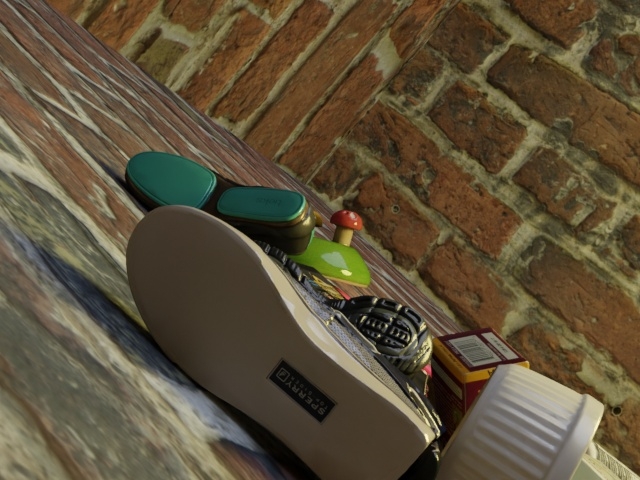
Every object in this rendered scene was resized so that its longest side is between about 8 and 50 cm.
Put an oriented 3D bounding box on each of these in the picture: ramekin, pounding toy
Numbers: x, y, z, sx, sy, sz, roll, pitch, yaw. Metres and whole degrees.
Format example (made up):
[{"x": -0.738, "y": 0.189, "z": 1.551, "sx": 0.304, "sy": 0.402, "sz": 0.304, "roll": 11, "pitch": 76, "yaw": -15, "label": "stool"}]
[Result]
[{"x": 0.177, "y": 0.219, "z": 1.220, "sx": 0.109, "sy": 0.207, "sz": 0.207, "roll": 32, "pitch": 4, "yaw": 9, "label": "ramekin"}, {"x": 0.000, "y": 0.000, "z": 1.964, "sx": 0.182, "sy": 0.110, "sz": 0.237, "roll": 15, "pitch": 0, "yaw": -1, "label": "pounding toy"}]

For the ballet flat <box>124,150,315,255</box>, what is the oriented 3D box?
[{"x": -0.134, "y": -0.036, "z": 1.632, "sx": 0.280, "sy": 0.095, "sz": 0.096, "roll": 19, "pitch": -37, "yaw": 25, "label": "ballet flat"}]

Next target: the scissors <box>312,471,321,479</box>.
[{"x": -0.017, "y": 0.172, "z": 1.182, "sx": 0.109, "sy": 0.021, "sz": 0.297, "roll": 36, "pitch": 6, "yaw": -38, "label": "scissors"}]

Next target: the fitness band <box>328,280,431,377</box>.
[{"x": 0.098, "y": 0.167, "z": 1.906, "sx": 0.291, "sy": 0.054, "sz": 0.209, "roll": 42, "pitch": 5, "yaw": 10, "label": "fitness band"}]

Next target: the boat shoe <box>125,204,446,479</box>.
[{"x": -0.027, "y": 0.105, "z": 1.123, "sx": 0.340, "sy": 0.127, "sz": 0.158, "roll": 46, "pitch": 7, "yaw": 11, "label": "boat shoe"}]

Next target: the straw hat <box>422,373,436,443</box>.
[{"x": 0.091, "y": 0.213, "z": 1.357, "sx": 0.061, "sy": 0.145, "sz": 0.144, "roll": -2, "pitch": -2, "yaw": 10, "label": "straw hat"}]

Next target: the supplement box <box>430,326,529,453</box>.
[{"x": 0.181, "y": 0.208, "z": 1.405, "sx": 0.104, "sy": 0.080, "sz": 0.188, "roll": -131, "pitch": -146, "yaw": -65, "label": "supplement box"}]

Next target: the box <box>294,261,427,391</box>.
[{"x": 0.030, "y": 0.137, "z": 1.584, "sx": 0.293, "sy": 0.073, "sz": 0.295, "roll": 41, "pitch": 5, "yaw": 18, "label": "box"}]

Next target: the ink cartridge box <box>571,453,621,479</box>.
[{"x": 0.340, "y": 0.358, "z": 1.602, "sx": 0.128, "sy": 0.127, "sz": 0.176, "roll": 44, "pitch": 7, "yaw": 32, "label": "ink cartridge box"}]

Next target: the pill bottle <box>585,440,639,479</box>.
[{"x": 0.443, "y": 0.409, "z": 1.914, "sx": 0.245, "sy": 0.130, "sz": 0.130, "roll": 38, "pitch": 5, "yaw": -26, "label": "pill bottle"}]

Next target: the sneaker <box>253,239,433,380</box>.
[{"x": -0.026, "y": 0.100, "z": 1.354, "sx": 0.286, "sy": 0.109, "sz": 0.130, "roll": 26, "pitch": -38, "yaw": 7, "label": "sneaker"}]
